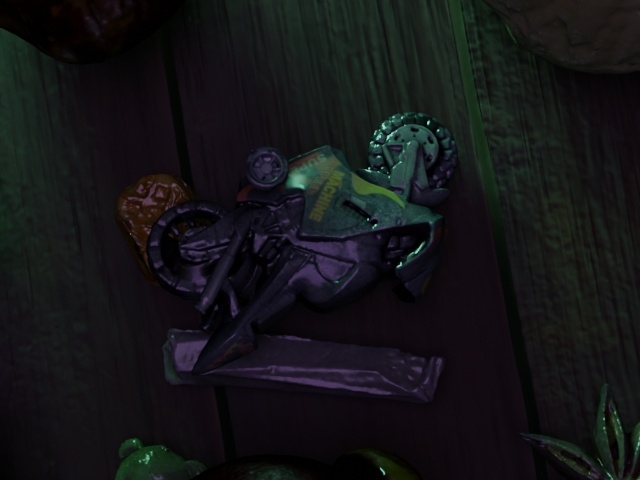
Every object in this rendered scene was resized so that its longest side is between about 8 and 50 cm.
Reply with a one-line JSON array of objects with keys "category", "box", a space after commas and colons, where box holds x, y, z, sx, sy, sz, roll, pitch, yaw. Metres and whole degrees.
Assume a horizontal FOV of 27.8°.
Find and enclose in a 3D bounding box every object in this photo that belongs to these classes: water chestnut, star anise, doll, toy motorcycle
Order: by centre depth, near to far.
[{"category": "star anise", "box": [0.267, 0.220, 1.145, 0.195, 0.065, 0.182, -24, 79, 10]}, {"category": "water chestnut", "box": [-0.241, -0.293, 1.158, 0.244, 0.289, 0.289, -34, 81, 37]}, {"category": "toy motorcycle", "box": [0.000, 0.000, 1.164, 0.307, 0.108, 0.173, -24, 75, -8]}, {"category": "doll", "box": [-0.159, 0.264, 1.200, 0.115, 0.077, 0.150, 11, 100, 19]}]

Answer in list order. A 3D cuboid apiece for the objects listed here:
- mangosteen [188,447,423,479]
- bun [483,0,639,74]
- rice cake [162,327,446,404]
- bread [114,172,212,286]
[{"category": "mangosteen", "box": [-0.001, 0.316, 1.071, 0.347, 0.307, 0.307, -15, 84, -24]}, {"category": "bun", "box": [0.252, -0.329, 1.096, 0.349, 0.227, 0.352, 29, 89, 11]}, {"category": "rice cake", "box": [-0.020, 0.118, 1.197, 0.270, 0.049, 0.055, 3, 65, 8]}, {"category": "bread", "box": [-0.146, -0.011, 1.224, 0.083, 0.044, 0.111, -29, 81, 4]}]
